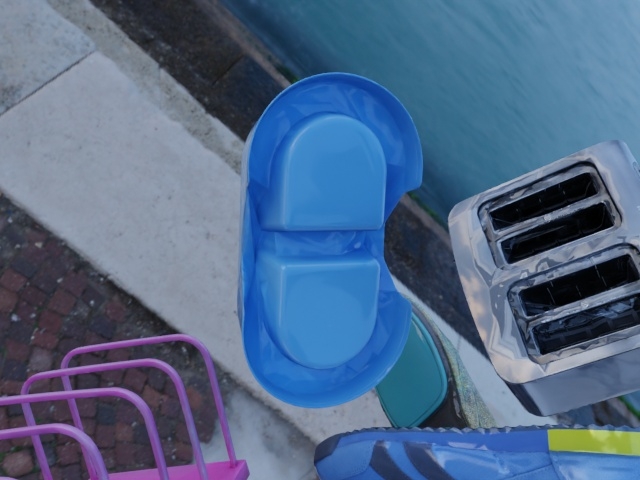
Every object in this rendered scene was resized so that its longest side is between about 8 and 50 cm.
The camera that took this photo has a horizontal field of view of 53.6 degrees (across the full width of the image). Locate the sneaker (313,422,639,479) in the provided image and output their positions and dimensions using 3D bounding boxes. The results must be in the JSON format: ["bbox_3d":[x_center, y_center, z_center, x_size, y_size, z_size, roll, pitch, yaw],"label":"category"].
[{"bbox_3d":[0.078,0.141,0.331,0.069,0.209,0.082,28,59,-46],"label":"sneaker"}]

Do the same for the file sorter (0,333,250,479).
[{"bbox_3d":[-0.224,0.223,0.577,0.290,0.202,0.182,-43,121,-72],"label":"file sorter"}]

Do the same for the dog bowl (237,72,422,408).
[{"bbox_3d":[0.000,0.000,0.586,0.165,0.074,0.298,-1,101,-23],"label":"dog bowl"}]

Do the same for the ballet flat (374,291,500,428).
[{"bbox_3d":[0.153,0.214,0.734,0.123,0.123,0.349,15,36,-39],"label":"ballet flat"}]

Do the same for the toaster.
[{"bbox_3d":[0.197,0.034,0.498,0.110,0.185,0.168,42,31,-50],"label":"toaster"}]
